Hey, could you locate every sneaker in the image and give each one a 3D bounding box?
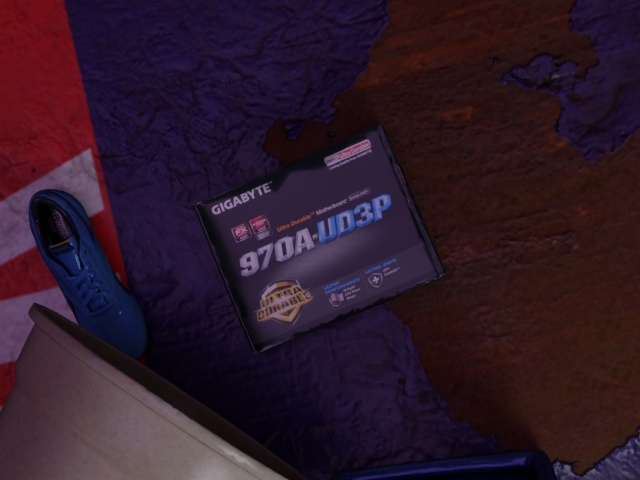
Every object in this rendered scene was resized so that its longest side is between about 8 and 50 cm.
[{"bbox_3d":[-0.256,0.040,1.403,0.069,0.082,0.209,-29,86,4],"label":"sneaker"}]

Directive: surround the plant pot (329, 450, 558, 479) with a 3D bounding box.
[{"bbox_3d":[0.124,0.340,1.271,0.236,0.236,0.212,-6,93,7],"label":"plant pot"}]

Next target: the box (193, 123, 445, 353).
[{"bbox_3d":[0.000,0.000,1.383,0.220,0.051,0.175,-22,86,7],"label":"box"}]

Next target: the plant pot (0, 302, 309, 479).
[{"bbox_3d":[-0.218,0.276,1.234,0.334,0.334,0.305,33,84,7],"label":"plant pot"}]
